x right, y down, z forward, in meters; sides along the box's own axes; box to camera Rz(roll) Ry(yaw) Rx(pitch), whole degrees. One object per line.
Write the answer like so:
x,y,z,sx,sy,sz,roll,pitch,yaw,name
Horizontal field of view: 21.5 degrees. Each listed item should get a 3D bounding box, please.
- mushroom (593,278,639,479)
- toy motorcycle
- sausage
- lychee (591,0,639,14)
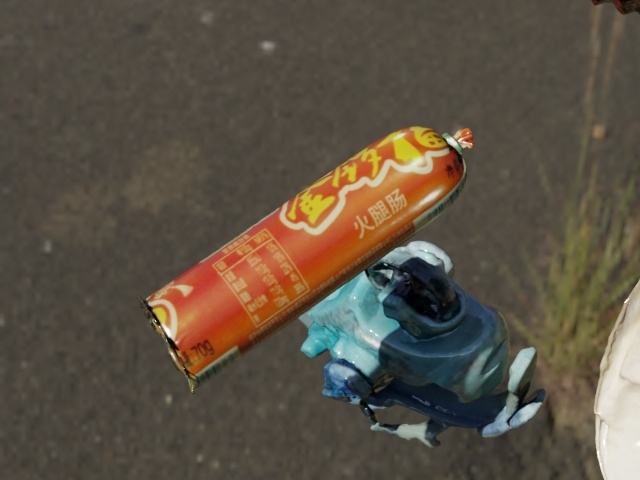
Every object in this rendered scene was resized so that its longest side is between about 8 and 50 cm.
0.325,0.099,1.228,0.195,0.253,0.189,22,20,26,mushroom
0.082,0.087,1.446,0.154,0.206,0.260,-52,12,-21,toy motorcycle
0.000,0.000,1.161,0.264,0.083,0.083,-35,40,-10,sausage
0.278,-0.322,1.395,0.276,0.275,0.304,-18,33,-37,lychee
